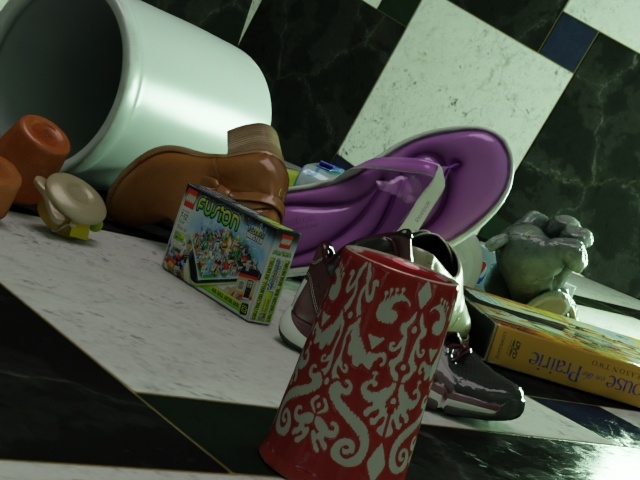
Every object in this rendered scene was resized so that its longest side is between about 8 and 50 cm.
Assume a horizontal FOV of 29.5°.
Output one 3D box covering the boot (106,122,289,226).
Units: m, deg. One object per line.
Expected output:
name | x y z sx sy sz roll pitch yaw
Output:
boot | -0.171 -0.030 1.646 0.220 0.284 0.109 -95 163 -45

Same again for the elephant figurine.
elephant figurine | 0.358 0.085 2.007 0.186 0.239 0.169 13 29 12

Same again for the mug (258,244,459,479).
mug | 0.020 0.091 0.915 0.150 0.169 0.113 24 9 39

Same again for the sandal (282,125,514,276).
sandal | 0.078 -0.043 1.675 0.416 0.169 0.102 -21 -7 -2

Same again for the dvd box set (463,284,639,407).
dvd box set | 0.398 0.170 1.787 0.421 0.062 0.307 17 7 -10

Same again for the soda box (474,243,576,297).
soda box | 0.353 0.083 2.230 0.091 0.098 0.286 17 6 -18

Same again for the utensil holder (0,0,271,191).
utensil holder | -0.312 -0.227 1.999 0.328 0.327 0.385 23 4 33

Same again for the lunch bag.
lunch bag | -0.003 -0.032 1.843 0.090 0.176 0.219 19 6 8

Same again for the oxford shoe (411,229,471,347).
oxford shoe | 0.146 0.063 1.590 0.141 0.146 0.397 19 6 7

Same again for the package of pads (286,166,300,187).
package of pads | 0.007 -0.083 2.579 0.229 0.101 0.296 13 4 -38

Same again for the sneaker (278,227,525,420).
sneaker | 0.099 0.076 1.283 0.281 0.162 0.106 20 7 17

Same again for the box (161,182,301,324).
box | -0.111 0.012 1.447 0.036 0.114 0.207 13 8 -39

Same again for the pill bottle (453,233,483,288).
pill bottle | 0.139 0.010 2.020 0.146 0.146 0.264 14 7 -34

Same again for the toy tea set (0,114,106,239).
toy tea set | -0.433 -0.078 1.479 0.336 0.124 0.200 17 35 -43

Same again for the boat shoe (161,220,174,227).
boat shoe | -0.204 -0.053 1.873 0.228 0.079 0.081 19 1 -24
